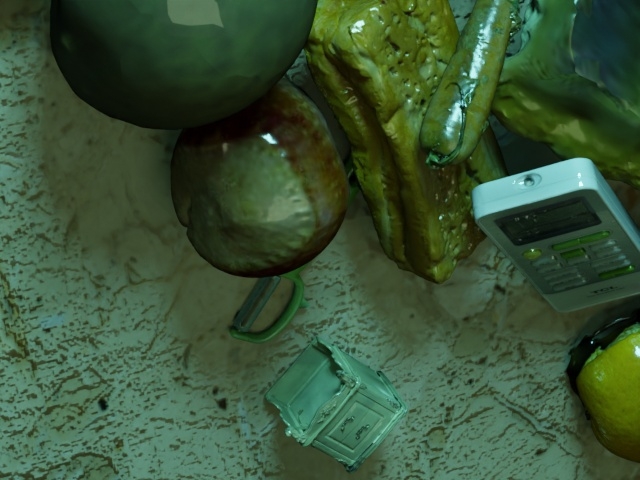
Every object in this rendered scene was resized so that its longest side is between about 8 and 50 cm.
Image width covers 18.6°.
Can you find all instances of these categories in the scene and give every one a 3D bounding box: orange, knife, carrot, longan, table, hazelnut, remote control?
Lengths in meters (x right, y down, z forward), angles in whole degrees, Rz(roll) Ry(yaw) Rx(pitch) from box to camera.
[{"bbox_3d":[0.306,0.139,1.760,0.170,0.112,0.160,10,117,-15],"label":"orange"},{"bbox_3d":[0.000,0.000,1.591,0.054,0.015,0.212,21,110,-33],"label":"knife"},{"bbox_3d":[0.129,-0.168,1.465,0.049,0.049,0.254,28,75,-34],"label":"carrot"},{"bbox_3d":[-0.094,-0.173,1.336,0.198,0.198,0.212,-4,123,-22],"label":"longan"},{"bbox_3d":[0.012,0.139,1.653,0.083,0.062,0.079,33,102,-35],"label":"table"},{"bbox_3d":[-0.040,-0.049,1.475,0.143,0.143,0.154,-18,109,-13],"label":"hazelnut"},{"bbox_3d":[0.205,0.000,1.595,0.103,0.034,0.250,-15,155,17],"label":"remote control"}]

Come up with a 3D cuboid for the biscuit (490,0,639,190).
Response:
[{"bbox_3d":[0.291,-0.197,1.513,0.329,0.078,0.335,4,101,-18],"label":"biscuit"}]

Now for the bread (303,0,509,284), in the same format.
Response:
[{"bbox_3d":[0.073,-0.100,1.511,0.139,0.077,0.271,-50,136,-26],"label":"bread"}]
